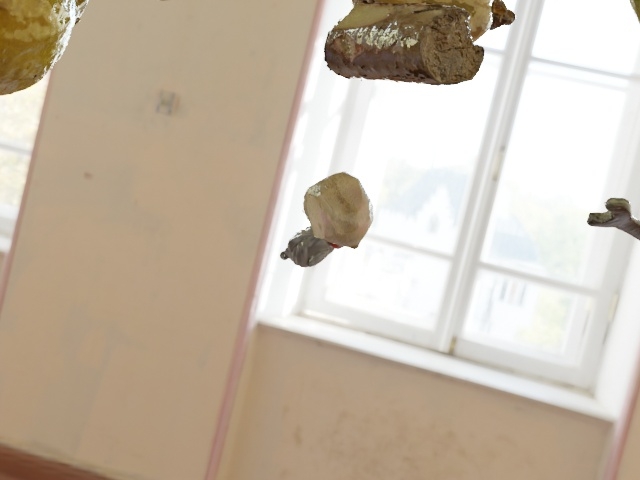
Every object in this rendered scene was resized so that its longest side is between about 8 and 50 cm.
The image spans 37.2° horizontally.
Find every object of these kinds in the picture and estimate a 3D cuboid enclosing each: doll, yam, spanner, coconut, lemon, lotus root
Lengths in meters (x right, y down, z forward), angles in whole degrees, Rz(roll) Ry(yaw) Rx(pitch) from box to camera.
[{"bbox_3d":[0.000,0.000,1.792,0.180,0.094,0.079,-27,-40,24],"label":"doll"},{"bbox_3d":[0.126,-0.301,1.463,0.128,0.129,0.238,12,4,-43],"label":"yam"},{"bbox_3d":[0.390,0.002,1.094,0.254,0.015,0.054,23,-38,-38],"label":"spanner"},{"bbox_3d":[0.031,-0.043,1.519,0.110,0.125,0.110,-24,0,0],"label":"coconut"},{"bbox_3d":[-0.456,-0.313,1.188,0.321,0.268,0.268,3,9,-35],"label":"lemon"},{"bbox_3d":[0.210,-0.433,1.734,0.342,0.169,0.151,-2,8,-33],"label":"lotus root"}]

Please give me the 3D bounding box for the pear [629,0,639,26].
[{"bbox_3d":[0.634,-0.405,1.489,0.375,0.287,0.287,33,6,9],"label":"pear"}]
